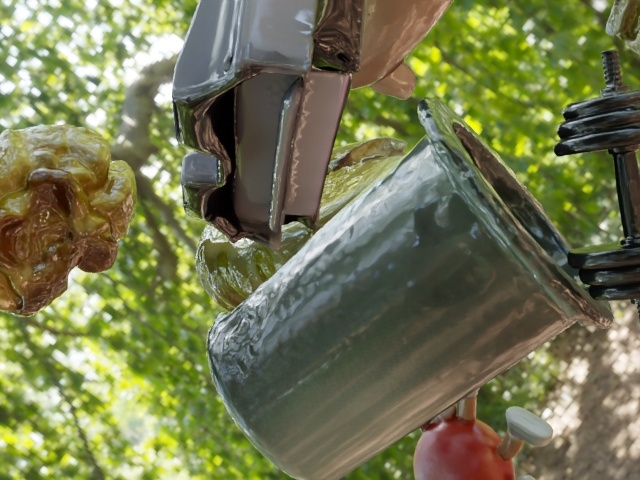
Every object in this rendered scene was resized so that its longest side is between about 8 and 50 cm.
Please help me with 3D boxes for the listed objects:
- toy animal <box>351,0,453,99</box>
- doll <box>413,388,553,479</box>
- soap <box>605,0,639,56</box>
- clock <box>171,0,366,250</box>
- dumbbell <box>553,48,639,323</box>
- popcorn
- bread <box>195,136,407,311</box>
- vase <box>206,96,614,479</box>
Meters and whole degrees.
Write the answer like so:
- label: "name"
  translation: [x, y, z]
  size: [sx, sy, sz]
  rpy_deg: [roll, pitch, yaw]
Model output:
- label: "toy animal"
  translation: [0.034, -0.273, 1.003]
  size: [0.195, 0.212, 0.256]
  rpy_deg: [-8, -22, -29]
- label: "doll"
  translation: [0.181, 0.258, 1.202]
  size: [0.085, 0.183, 0.217]
  rpy_deg: [-18, -47, -43]
- label: "soap"
  translation: [0.403, -0.296, 1.120]
  size: [0.076, 0.135, 0.233]
  rpy_deg: [-13, -42, -19]
- label: "clock"
  translation: [-0.024, -0.118, 0.556]
  size: [0.253, 0.083, 0.186]
  rpy_deg: [106, 170, -70]
- label: "dumbbell"
  translation: [0.219, -0.031, 0.728]
  size: [0.099, 0.099, 0.208]
  rpy_deg: [-90, -9, -88]
- label: "popcorn"
  translation: [-0.367, -0.044, 1.337]
  size: [0.265, 0.225, 0.332]
  rpy_deg: [-29, 11, 5]
- label: "bread"
  translation: [0.000, 0.000, 1.236]
  size: [0.333, 0.160, 0.333]
  rpy_deg: [-23, 16, 7]
- label: "vase"
  translation: [0.063, 0.057, 0.879]
  size: [0.291, 0.245, 0.245]
  rpy_deg: [-40, 2, 18]
